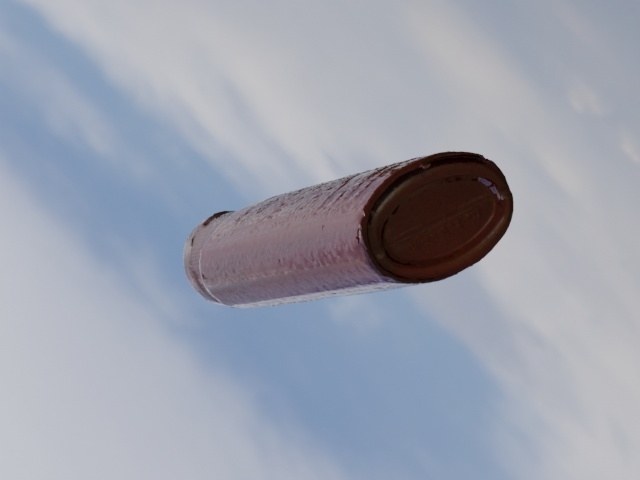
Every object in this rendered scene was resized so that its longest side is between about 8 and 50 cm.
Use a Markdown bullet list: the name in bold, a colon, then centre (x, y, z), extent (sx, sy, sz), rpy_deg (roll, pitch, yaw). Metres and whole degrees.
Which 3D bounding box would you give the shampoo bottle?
- **shampoo bottle**: centre (0.001, 0.001, 1.259), extent (0.314, 0.118, 0.076), rpy_deg (-12, 105, 61)
